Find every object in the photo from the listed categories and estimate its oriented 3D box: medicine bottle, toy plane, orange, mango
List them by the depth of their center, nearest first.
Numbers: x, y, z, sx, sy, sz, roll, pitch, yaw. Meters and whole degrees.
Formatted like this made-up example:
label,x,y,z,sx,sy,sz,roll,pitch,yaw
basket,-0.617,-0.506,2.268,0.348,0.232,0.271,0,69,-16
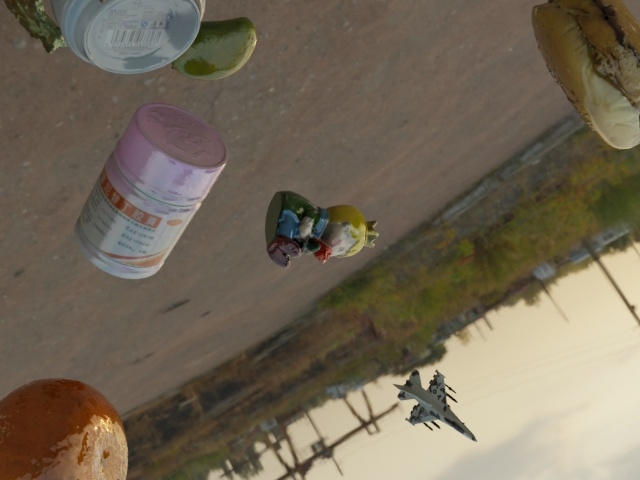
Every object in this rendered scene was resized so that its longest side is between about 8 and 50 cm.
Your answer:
label,x,y,z,sx,sy,sz,roll,pitch,yaw
orange,-0.341,0.279,0.885,0.170,0.223,0.224,-2,172,8
medicine bottle,-0.344,-0.095,1.423,0.202,0.202,0.315,-15,147,-54
mango,-0.226,-0.398,1.486,0.191,0.122,0.085,-4,-165,5
toy plane,0.282,0.401,1.707,0.159,0.234,0.082,-62,164,17

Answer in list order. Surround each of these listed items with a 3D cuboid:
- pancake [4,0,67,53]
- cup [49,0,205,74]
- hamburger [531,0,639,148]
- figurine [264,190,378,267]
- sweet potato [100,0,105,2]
label,x,y,z,sx,sy,sz,roll,pitch,yaw
pancake,-0.573,-0.555,1.384,0.198,0.376,0.054,1,-160,39
cup,-0.354,-0.476,1.142,0.237,0.326,0.323,-26,160,1
hamburger,0.507,-0.328,1.278,0.174,0.304,0.284,-35,138,22
figurine,0.008,-0.006,1.435,0.234,0.185,0.127,25,125,-23
sweet potato,-0.280,-0.366,0.949,0.026,0.026,0.115,117,-9,-72
